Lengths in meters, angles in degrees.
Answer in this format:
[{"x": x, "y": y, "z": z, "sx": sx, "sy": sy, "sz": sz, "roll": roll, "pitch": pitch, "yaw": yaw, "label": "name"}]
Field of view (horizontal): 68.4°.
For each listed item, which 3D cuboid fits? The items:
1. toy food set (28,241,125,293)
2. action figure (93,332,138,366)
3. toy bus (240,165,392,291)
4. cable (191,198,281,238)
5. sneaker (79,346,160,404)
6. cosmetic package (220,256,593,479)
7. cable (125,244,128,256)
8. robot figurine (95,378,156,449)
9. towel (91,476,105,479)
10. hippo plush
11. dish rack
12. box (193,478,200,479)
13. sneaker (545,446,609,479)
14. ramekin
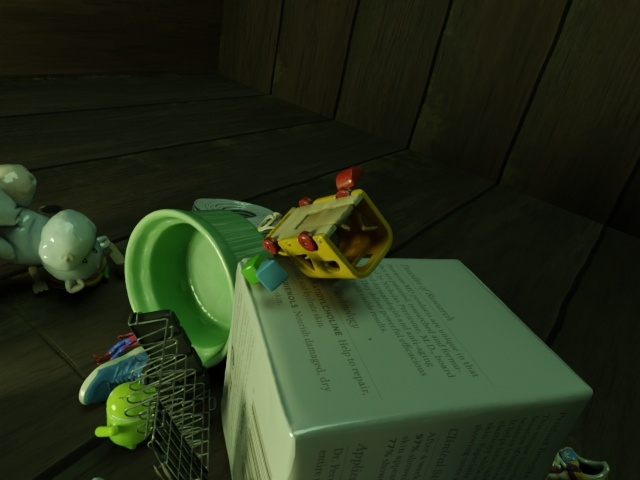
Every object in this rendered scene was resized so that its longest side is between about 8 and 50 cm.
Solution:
[{"x": -0.550, "y": 0.070, "z": 1.074, "sx": 0.191, "sy": 0.039, "sz": 0.132, "roll": -21, "pitch": 36, "yaw": -30, "label": "toy food set"}, {"x": -0.364, "y": 0.194, "z": 0.883, "sx": 0.115, "sy": 0.030, "sz": 0.038, "roll": -32, "pitch": 42, "yaw": -23, "label": "action figure"}, {"x": 0.003, "y": 0.003, "z": 0.653, "sx": 0.104, "sy": 0.190, "sz": 0.202, "roll": 51, "pitch": 19, "yaw": -19, "label": "toy bus"}, {"x": -0.237, "y": -0.049, "z": 1.319, "sx": 0.256, "sy": 0.089, "sz": 0.257, "roll": 17, "pitch": 18, "yaw": 10, "label": "cable"}, {"x": -0.331, "y": 0.243, "z": 0.820, "sx": 0.084, "sy": 0.058, "sz": 0.152, "roll": 16, "pitch": 21, "yaw": 24, "label": "sneaker"}, {"x": 0.078, "y": 0.243, "z": 0.700, "sx": 0.393, "sy": 0.330, "sz": 0.327, "roll": 1, "pitch": 28, "yaw": -21, "label": "cosmetic package"}, {"x": -0.434, "y": 0.021, "z": 1.182, "sx": 0.139, "sy": 0.072, "sz": 0.287, "roll": 13, "pitch": 16, "yaw": -34, "label": "cable"}, {"x": -0.294, "y": 0.268, "z": 0.729, "sx": 0.067, "sy": 0.115, "sz": 0.101, "roll": 21, "pitch": 30, "yaw": 13, "label": "robot figurine"}, {"x": -0.269, "y": 0.387, "z": 0.624, "sx": 0.151, "sy": 0.023, "sz": 0.113, "roll": 17, "pitch": 30, "yaw": 8, "label": "towel"}, {"x": -0.581, "y": 0.022, "z": 0.953, "sx": 0.236, "sy": 0.294, "sz": 0.234, "roll": 28, "pitch": 52, "yaw": -3, "label": "hippo plush"}, {"x": -0.218, "y": 0.248, "z": 0.694, "sx": 0.074, "sy": 0.208, "sz": 0.272, "roll": -18, "pitch": 35, "yaw": -2, "label": "dish rack"}, {"x": -0.250, "y": 0.392, "z": 0.475, "sx": 0.299, "sy": 0.142, "sz": 0.154, "roll": -7, "pitch": 41, "yaw": -29, "label": "box"}, {"x": 0.401, "y": 0.390, "z": 0.822, "sx": 0.185, "sy": 0.084, "sz": 0.070, "roll": 12, "pitch": 29, "yaw": -2, "label": "sneaker"}, {"x": -0.224, "y": 0.081, "z": 0.916, "sx": 0.303, "sy": 0.304, "sz": 0.148, "roll": 28, "pitch": 25, "yaw": 26, "label": "ramekin"}]
